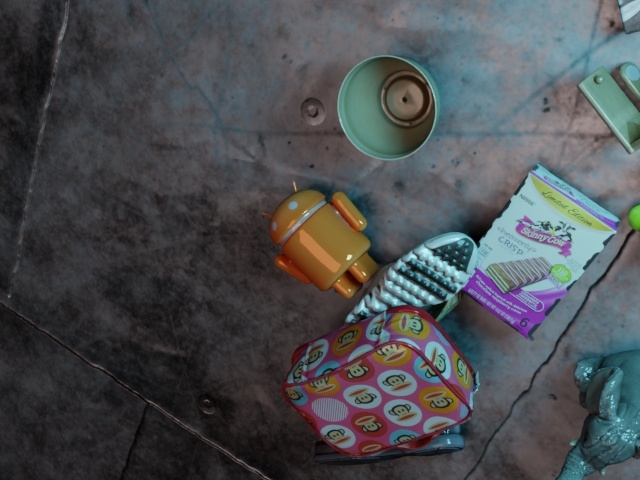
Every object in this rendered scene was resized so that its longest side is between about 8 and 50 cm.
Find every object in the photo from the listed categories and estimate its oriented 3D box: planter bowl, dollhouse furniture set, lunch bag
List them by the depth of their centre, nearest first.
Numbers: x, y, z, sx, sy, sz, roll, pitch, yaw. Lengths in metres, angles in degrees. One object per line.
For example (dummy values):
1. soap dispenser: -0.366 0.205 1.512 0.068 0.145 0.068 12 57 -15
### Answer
1. dollhouse furniture set: 0.471 -0.227 1.070 0.123 0.144 0.151 52 157 1
2. planter bowl: 0.122 -0.217 1.259 0.162 0.109 0.162 9 111 23
3. lunch bag: 0.110 0.256 1.334 0.293 0.120 0.258 -27 116 31

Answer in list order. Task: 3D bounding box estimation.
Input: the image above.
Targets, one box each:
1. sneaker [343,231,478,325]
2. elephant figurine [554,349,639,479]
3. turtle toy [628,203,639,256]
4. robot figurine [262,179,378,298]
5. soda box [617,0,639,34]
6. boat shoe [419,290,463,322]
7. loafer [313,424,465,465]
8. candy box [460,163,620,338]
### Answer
1. sneaker: 0.148 0.065 1.326 0.110 0.118 0.292 38 129 -12
2. elephant figurine: 0.457 0.275 1.197 0.169 0.239 0.186 5 110 24
3. turtle toy: 0.516 -0.008 1.169 0.130 0.066 0.095 34 119 12
4. robot figurine: -0.001 0.001 1.385 0.219 0.128 0.158 46 153 5
5. soda box: 0.432 -0.375 1.088 0.060 0.053 0.168 -12 102 28
6. boat shoe: 0.167 0.141 1.385 0.068 0.072 0.190 42 120 7
7. loafer: 0.124 0.362 1.485 0.303 0.109 0.095 -15 64 27
8. candy box: 0.338 0.019 1.262 0.159 0.071 0.233 36 119 11
